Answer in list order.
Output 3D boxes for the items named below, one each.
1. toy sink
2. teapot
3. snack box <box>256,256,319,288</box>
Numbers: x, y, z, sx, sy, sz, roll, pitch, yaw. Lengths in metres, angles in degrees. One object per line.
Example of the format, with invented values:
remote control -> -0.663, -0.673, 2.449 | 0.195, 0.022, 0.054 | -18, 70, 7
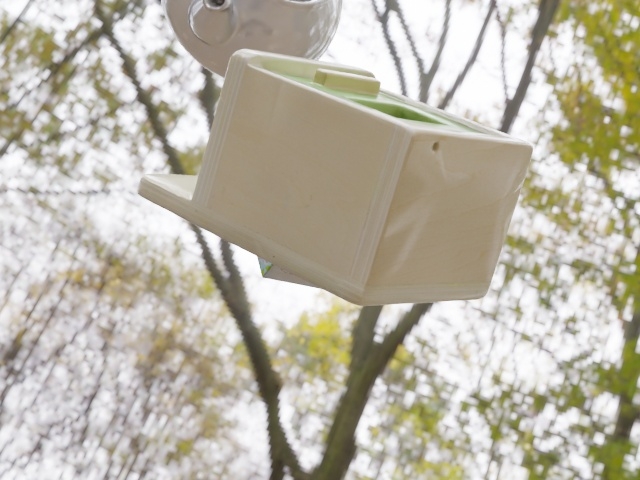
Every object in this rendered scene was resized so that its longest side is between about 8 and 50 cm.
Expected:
toy sink -> 0.006, -0.057, 0.929 | 0.234, 0.131, 0.153 | 25, 15, 38
teapot -> -0.064, -0.333, 1.619 | 0.253, 0.256, 0.187 | 9, -31, -28
snack box -> 0.000, 0.000, 1.246 | 0.141, 0.100, 0.037 | 12, -48, -32
